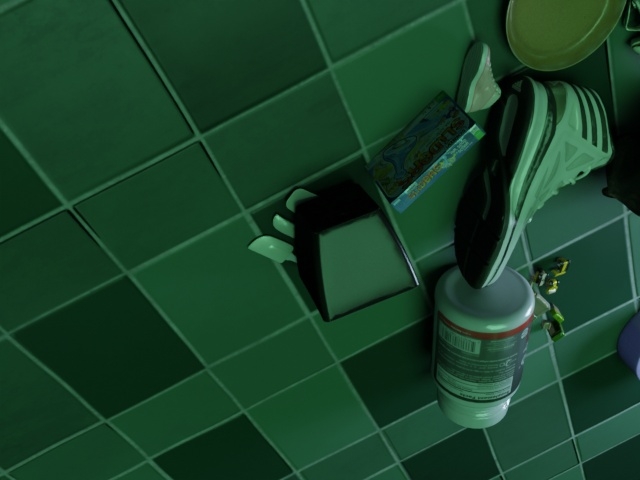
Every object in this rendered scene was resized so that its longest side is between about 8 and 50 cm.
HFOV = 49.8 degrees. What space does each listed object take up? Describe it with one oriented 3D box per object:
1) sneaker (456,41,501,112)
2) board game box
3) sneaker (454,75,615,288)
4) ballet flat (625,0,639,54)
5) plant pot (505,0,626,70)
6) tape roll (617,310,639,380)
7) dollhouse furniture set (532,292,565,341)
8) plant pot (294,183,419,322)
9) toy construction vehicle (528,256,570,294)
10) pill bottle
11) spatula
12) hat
[{"bbox_3d":[0.292,-0.291,1.231,0.070,0.051,0.134,-7,131,-18],"label":"sneaker"},{"bbox_3d":[0.182,-0.159,1.233,0.201,0.136,0.035,-44,128,14],"label":"board game box"},{"bbox_3d":[0.437,-0.094,1.356,0.257,0.169,0.448,0,123,-18],"label":"sneaker"},{"bbox_3d":[0.602,-0.388,1.274,0.068,0.072,0.213,-11,134,24],"label":"ballet flat"},{"bbox_3d":[0.423,-0.413,1.199,0.236,0.032,0.236,-10,129,-13],"label":"plant pot"},{"bbox_3d":[0.956,0.267,1.877,0.274,0.090,0.275,-10,129,-13],"label":"tape roll"},{"bbox_3d":[0.542,0.181,1.700,0.151,0.058,0.076,40,114,-18],"label":"dollhouse furniture set"},{"bbox_3d":[0.050,0.007,1.268,0.188,0.187,0.167,-20,121,-8],"label":"plant pot"},{"bbox_3d":[0.533,0.085,1.621,0.086,0.035,0.098,-15,133,-24],"label":"toy construction vehicle"},{"bbox_3d":[0.355,0.243,1.555,0.210,0.210,0.363,-13,130,-11],"label":"pill bottle"},{"bbox_3d":[0.000,0.000,1.363,0.242,0.019,0.168,26,113,-33],"label":"spatula"},{"bbox_3d":[0.641,-0.136,1.383,0.134,0.331,0.331,12,130,18],"label":"hat"}]
